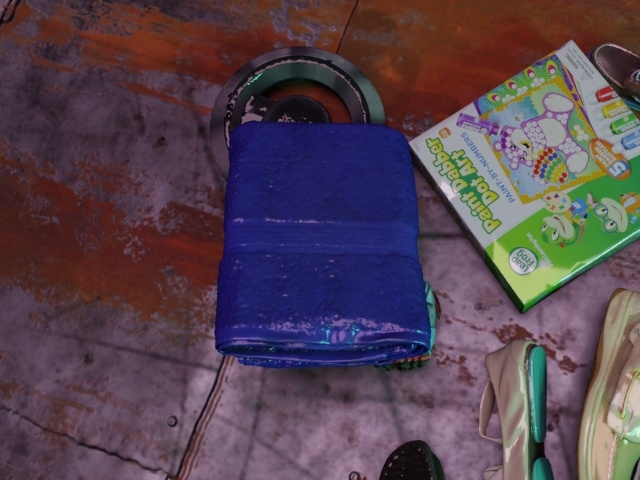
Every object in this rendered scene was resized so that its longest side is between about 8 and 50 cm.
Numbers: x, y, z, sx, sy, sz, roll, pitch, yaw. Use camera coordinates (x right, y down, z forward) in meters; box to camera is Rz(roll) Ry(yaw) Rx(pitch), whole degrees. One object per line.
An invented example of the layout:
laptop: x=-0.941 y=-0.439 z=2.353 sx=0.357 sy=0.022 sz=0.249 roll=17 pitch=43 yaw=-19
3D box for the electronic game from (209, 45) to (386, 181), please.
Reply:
electronic game: x=-0.029 y=-0.143 z=1.118 sx=0.229 sy=0.048 sz=0.229 roll=0 pitch=79 yaw=2

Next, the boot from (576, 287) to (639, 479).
boot: x=0.388 y=0.185 z=0.906 sx=0.203 sy=0.095 sz=0.262 roll=6 pitch=68 yaw=31

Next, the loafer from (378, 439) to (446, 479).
loafer: x=0.117 y=0.332 z=0.948 sx=0.080 sy=0.078 sz=0.220 roll=-23 pitch=56 yaw=31

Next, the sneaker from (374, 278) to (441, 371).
sneaker: x=0.016 y=0.068 z=1.039 sx=0.261 sy=0.104 sz=0.125 roll=16 pitch=59 yaw=9

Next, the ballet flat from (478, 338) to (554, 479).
ballet flat: x=0.217 y=0.236 z=0.961 sx=0.086 sy=0.086 sz=0.249 roll=-2 pitch=72 yaw=8

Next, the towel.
towel: x=0.000 y=0.000 z=0.984 sx=0.227 sy=0.076 sz=0.308 roll=2 pitch=56 yaw=-4

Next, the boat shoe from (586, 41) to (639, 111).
boat shoe: x=0.409 y=-0.191 z=1.056 sx=0.183 sy=0.066 sz=0.066 roll=39 pitch=82 yaw=17

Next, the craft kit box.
craft kit box: x=0.275 y=-0.081 z=1.052 sx=0.246 sy=0.061 sz=0.250 roll=-34 pitch=71 yaw=1
